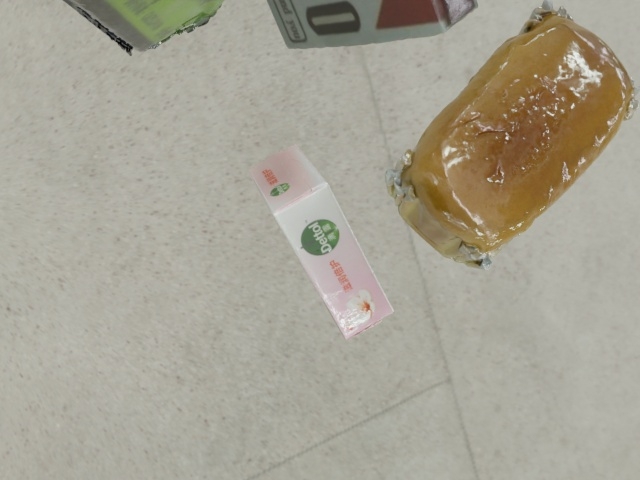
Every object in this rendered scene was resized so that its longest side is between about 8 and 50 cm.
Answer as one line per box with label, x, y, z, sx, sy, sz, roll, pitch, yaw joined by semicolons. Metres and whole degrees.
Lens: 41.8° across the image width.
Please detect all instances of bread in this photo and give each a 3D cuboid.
bread;0.179;-0.094;0.777;0.136;0.107;0.241;43;77;2

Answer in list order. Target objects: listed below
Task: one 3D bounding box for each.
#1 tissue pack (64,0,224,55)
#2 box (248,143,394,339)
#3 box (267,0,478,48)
tissue pack;-0.175;-0.282;0.450;0.124;0.394;0.288;-30;90;3
box;0.000;0.000;0.623;0.043;0.089;0.125;-30;119;-2
box;-0.004;-0.177;0.384;0.036;0.115;0.178;-44;124;-31
